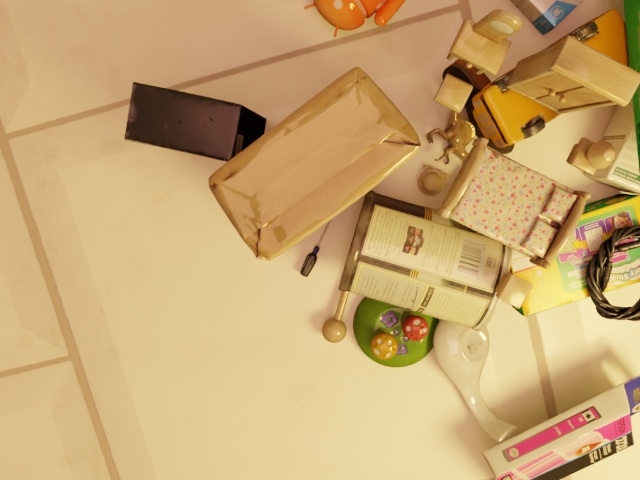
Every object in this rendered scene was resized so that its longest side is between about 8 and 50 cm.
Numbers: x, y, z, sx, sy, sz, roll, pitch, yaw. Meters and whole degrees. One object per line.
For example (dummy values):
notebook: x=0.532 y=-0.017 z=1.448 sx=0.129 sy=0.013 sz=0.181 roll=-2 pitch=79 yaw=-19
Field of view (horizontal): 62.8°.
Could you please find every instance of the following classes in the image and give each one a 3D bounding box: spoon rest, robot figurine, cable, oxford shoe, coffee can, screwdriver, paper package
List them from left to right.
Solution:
screwdriver: x=0.000 y=0.000 z=1.102 sx=0.024 sy=0.025 sz=0.170 roll=26 pitch=99 yaw=-1
paper package: x=0.002 y=-0.132 z=0.930 sx=0.309 sy=0.325 sz=0.168 roll=-35 pitch=93 yaw=8
robot figurine: x=0.075 y=-0.486 z=0.976 sx=0.219 sy=0.128 sz=0.158 roll=-45 pitch=125 yaw=8
coffee can: x=0.192 y=0.038 z=1.000 sx=0.275 sy=0.201 sz=0.202 roll=17 pitch=99 yaw=4
spoon rest: x=0.318 y=0.276 z=1.094 sx=0.137 sy=0.084 sz=0.277 roll=-22 pitch=91 yaw=-23
oxford shoe: x=0.327 y=-0.267 z=1.028 sx=0.076 sy=0.076 sz=0.212 roll=-45 pitch=107 yaw=-30
cable: x=0.580 y=0.065 z=0.986 sx=0.150 sy=0.047 sz=0.185 roll=33 pitch=99 yaw=-3

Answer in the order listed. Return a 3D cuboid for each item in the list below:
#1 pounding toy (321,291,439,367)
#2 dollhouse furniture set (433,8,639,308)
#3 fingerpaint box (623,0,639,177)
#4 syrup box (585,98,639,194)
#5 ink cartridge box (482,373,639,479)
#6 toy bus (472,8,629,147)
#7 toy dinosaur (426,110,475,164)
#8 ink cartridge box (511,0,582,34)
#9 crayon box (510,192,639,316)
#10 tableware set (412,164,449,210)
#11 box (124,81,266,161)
pounding toy: x=0.134 y=0.178 z=1.077 sx=0.236 sy=0.110 sz=0.183 roll=23 pitch=98 yaw=-1
dollhouse furniture set: x=0.274 y=-0.101 z=0.775 sx=0.303 sy=0.174 sz=0.356 roll=25 pitch=96 yaw=-5
fingerpaint box: x=0.724 y=-0.327 z=0.867 sx=0.370 sy=0.163 sz=0.445 roll=0 pitch=82 yaw=-7
syrup box: x=0.618 y=-0.214 z=1.002 sx=0.093 sy=0.096 sz=0.237 roll=22 pitch=99 yaw=-2
ink cartridge box: x=0.524 y=0.406 z=1.072 sx=0.370 sy=0.069 sz=0.176 roll=-31 pitch=131 yaw=5
toy bus: x=0.409 y=-0.285 z=0.935 sx=0.332 sy=0.130 sz=0.108 roll=-33 pitch=99 yaw=-12
toy dinosaur: x=0.260 y=-0.215 z=1.039 sx=0.092 sy=0.053 sz=0.183 roll=-17 pitch=120 yaw=6
ink cartridge box: x=0.410 y=-0.496 z=0.991 sx=0.180 sy=0.060 sz=0.104 roll=45 pitch=98 yaw=-4
crayon box: x=0.508 y=0.027 z=1.050 sx=0.278 sy=0.081 sz=0.166 roll=-18 pitch=97 yaw=5
tableware set: x=0.252 y=-0.068 z=1.077 sx=0.141 sy=0.020 sz=0.169 roll=23 pitch=105 yaw=4
box: x=-0.214 y=-0.207 z=0.964 sx=0.184 sy=0.261 sz=0.103 roll=10 pitch=99 yaw=1
